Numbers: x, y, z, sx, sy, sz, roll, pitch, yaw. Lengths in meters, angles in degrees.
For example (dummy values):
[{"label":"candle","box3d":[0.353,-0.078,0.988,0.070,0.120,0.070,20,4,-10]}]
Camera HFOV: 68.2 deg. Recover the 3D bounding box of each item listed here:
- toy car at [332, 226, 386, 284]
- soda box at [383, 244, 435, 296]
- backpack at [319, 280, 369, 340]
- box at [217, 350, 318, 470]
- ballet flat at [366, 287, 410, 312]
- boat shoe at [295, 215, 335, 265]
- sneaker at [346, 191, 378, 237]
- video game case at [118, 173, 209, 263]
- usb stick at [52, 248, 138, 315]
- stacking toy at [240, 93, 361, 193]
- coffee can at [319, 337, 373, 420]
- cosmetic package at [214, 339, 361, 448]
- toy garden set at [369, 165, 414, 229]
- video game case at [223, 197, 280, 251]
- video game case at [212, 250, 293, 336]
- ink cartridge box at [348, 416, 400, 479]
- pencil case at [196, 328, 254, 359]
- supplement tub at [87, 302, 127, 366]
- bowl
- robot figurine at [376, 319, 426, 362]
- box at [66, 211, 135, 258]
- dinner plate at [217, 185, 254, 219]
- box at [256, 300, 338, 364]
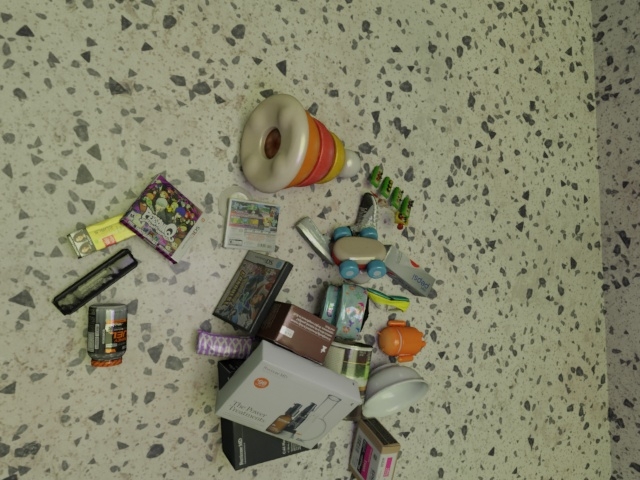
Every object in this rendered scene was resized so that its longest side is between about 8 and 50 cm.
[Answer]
[{"label":"toy car","box3d":[0.140,0.102,1.891,0.211,0.237,0.219,1,46,-9]},{"label":"soda box","box3d":[0.361,0.132,2.046,0.286,0.091,0.098,37,73,-21]},{"label":"backpack","box3d":[0.096,0.270,1.826,0.191,0.253,0.225,14,84,-6]},{"label":"box","box3d":[-0.193,0.596,1.715,0.313,0.179,0.342,-3,90,-27]},{"label":"ballet flat","box3d":[0.284,0.264,2.021,0.231,0.077,0.077,16,99,-27]},{"label":"boat shoe","box3d":[-0.001,0.000,1.874,0.081,0.079,0.227,-44,105,-16]},{"label":"sneaker","box3d":[0.166,-0.084,1.958,0.132,0.086,0.228,-6,93,-24]},{"label":"video game case","box3d":[-0.519,-0.071,1.596,0.232,0.042,0.210,45,54,-26]},{"label":"usb stick","box3d":[-0.724,0.132,1.532,0.278,0.045,0.077,-40,113,-21]},{"label":"stacking toy","box3d":[-0.030,-0.325,1.793,0.480,0.351,0.350,6,87,-45]},{"label":"coffee can","box3d":[0.085,0.534,1.842,0.202,0.202,0.275,13,84,-26]},{"label":"cosmetic package","box3d":[-0.104,0.508,1.527,0.377,0.097,0.284,29,113,-22]},{"label":"toy garden set","box3d":[0.306,-0.180,1.996,0.244,0.049,0.203,42,43,-20]},{"label":"video game case","box3d":[-0.256,-0.056,1.767,0.202,0.023,0.183,7,92,-29]},{"label":"video game case","box3d":[-0.241,0.176,1.659,0.035,0.248,0.274,40,72,-38]},{"label":"ink cartridge box","box3d":[0.211,0.861,1.879,0.088,0.193,0.234,6,101,-26]},{"label":"pencil case","box3d":[-0.339,0.372,1.682,0.206,0.086,0.088,9,106,-18]},{"label":"supplement tub","box3d":[-0.681,0.300,1.511,0.117,0.117,0.190,1,89,-27]},{"label":"bowl","box3d":[0.286,0.599,1.946,0.298,0.297,0.134,2,45,-27]},{"label":"robot figurine","box3d":[0.341,0.427,2.015,0.220,0.128,0.158,6,92,-27]},{"label":"box","box3d":[-0.692,-0.024,1.541,0.232,0.058,0.087,-25,99,-25]},{"label":"dinner plate","box3d":[-0.311,-0.134,1.758,0.141,0.017,0.141,1,87,-27]},{"label":"box","box3d":[-0.125,0.301,1.639,0.191,0.381,0.143,32,76,-23]}]
